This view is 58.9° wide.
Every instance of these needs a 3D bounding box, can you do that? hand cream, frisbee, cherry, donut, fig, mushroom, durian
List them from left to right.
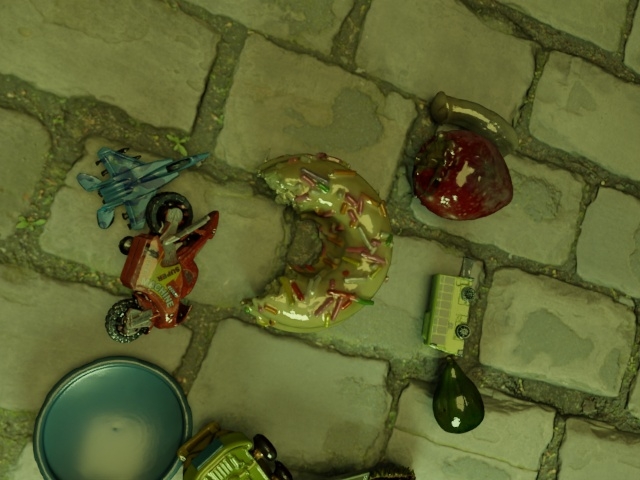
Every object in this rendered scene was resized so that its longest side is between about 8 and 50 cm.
[{"bbox_3d":[-0.394,0.366,1.092,0.290,0.049,0.289,1,87,-19],"label":"frisbee"},{"bbox_3d":[0.006,0.009,1.154,0.307,0.150,0.371,7,87,-16],"label":"donut"},{"bbox_3d":[0.157,0.558,1.239,0.108,0.119,0.186,-5,106,-53],"label":"durian"},{"bbox_3d":[0.300,0.341,1.249,0.117,0.117,0.177,-17,110,-15],"label":"fig"},{"bbox_3d":[0.335,0.085,1.319,0.030,0.019,0.093,20,78,-13],"label":"hand cream"},{"bbox_3d":[0.315,-0.130,1.227,0.250,0.175,0.192,19,71,-18],"label":"cherry"},{"bbox_3d":[0.350,-0.266,1.288,0.223,0.092,0.081,29,39,-17],"label":"mushroom"}]

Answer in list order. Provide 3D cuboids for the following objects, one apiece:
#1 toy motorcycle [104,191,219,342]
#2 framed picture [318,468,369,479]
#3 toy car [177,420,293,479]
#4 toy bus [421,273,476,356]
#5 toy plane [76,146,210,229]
[{"bbox_3d":[-0.299,0.057,1.082,0.171,0.089,0.298,26,80,-40],"label":"toy motorcycle"},{"bbox_3d":[0.003,0.552,1.166,0.203,0.015,0.150,1,110,-35],"label":"framed picture"},{"bbox_3d":[-0.176,0.471,1.106,0.200,0.142,0.247,-35,120,-23],"label":"toy car"},{"bbox_3d":[0.283,0.163,1.258,0.101,0.088,0.175,10,85,4],"label":"toy bus"},{"bbox_3d":[-0.331,-0.122,1.098,0.246,0.078,0.169,-27,97,-19],"label":"toy plane"}]
